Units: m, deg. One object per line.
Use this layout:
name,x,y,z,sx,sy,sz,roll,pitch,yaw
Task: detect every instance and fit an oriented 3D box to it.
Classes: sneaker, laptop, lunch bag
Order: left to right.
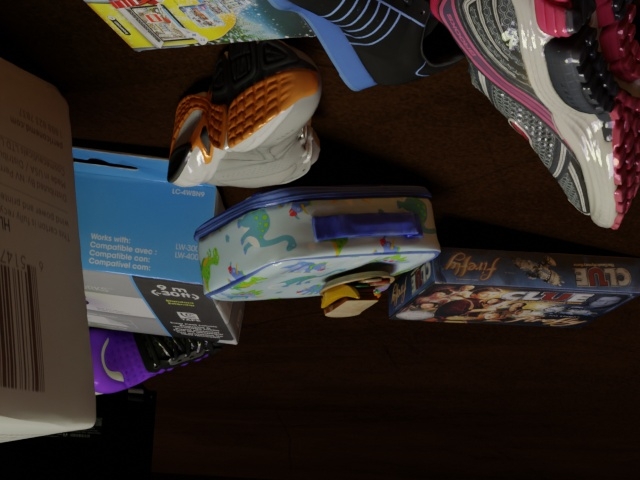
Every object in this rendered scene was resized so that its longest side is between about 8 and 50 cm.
laptop,-0.434,0.242,1.514,0.236,0.408,0.382,-7,165,37
sneaker,-0.205,0.126,1.547,0.146,0.102,0.293,-13,-177,27
sneaker,-0.041,-0.103,0.988,0.121,0.099,0.262,9,169,-23
lunch bag,0.000,0.000,1.147,0.219,0.090,0.176,-4,168,-33
sneaker,0.026,-0.177,0.771,0.090,0.081,0.232,-10,158,23
sneaker,0.177,-0.114,0.832,0.112,0.121,0.299,13,157,32

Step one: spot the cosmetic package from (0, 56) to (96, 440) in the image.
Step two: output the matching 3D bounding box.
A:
cosmetic package,-0.447,0.022,0.950,0.393,0.327,0.329,-12,166,14

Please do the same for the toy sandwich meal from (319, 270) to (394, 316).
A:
toy sandwich meal,0.036,0.054,1.147,0.085,0.029,0.085,-10,167,-2

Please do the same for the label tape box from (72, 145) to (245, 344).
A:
label tape box,-0.230,0.011,1.322,0.249,0.115,0.348,7,161,7

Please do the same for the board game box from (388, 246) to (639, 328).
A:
board game box,0.215,0.056,1.296,0.243,0.042,0.165,3,161,-12

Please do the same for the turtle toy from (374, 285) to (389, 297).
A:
turtle toy,0.047,0.031,1.322,0.095,0.066,0.130,12,160,-7

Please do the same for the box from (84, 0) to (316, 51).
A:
box,-0.116,-0.211,0.776,0.159,0.044,0.233,0,158,24
